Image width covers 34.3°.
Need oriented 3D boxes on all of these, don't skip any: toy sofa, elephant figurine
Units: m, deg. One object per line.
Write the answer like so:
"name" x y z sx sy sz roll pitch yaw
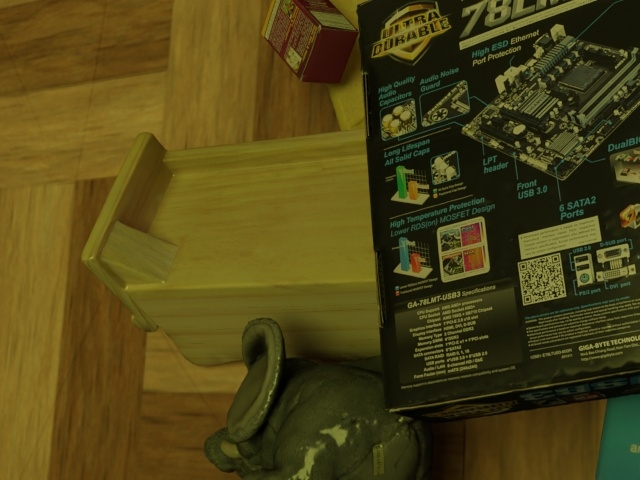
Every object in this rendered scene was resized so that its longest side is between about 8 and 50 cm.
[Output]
"toy sofa" 0.000 0.000 0.883 0.362 0.177 0.150 -4 52 29
"elephant figurine" -0.016 0.140 0.823 0.186 0.169 0.239 -30 32 -6

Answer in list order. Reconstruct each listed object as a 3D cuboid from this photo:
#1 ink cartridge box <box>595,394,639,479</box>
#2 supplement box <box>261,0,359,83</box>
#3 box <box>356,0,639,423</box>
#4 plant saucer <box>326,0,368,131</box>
"ink cartridge box" 0.357 -0.012 0.636 0.285 0.166 0.395 5 81 39
"supplement box" -0.010 -0.182 0.905 0.083 0.043 0.055 55 134 39
"box" 0.168 -0.056 0.630 0.295 0.073 0.293 -16 65 29
"plant saucer" 0.092 -0.303 0.862 0.333 0.081 0.332 -41 59 48
